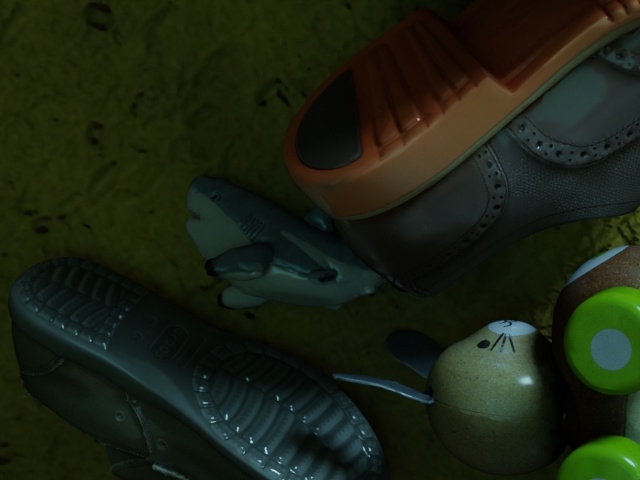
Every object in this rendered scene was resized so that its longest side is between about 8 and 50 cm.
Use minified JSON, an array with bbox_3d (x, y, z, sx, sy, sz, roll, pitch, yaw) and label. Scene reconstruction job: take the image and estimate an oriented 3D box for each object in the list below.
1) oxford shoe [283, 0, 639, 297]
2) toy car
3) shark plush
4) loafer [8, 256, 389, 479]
[{"bbox_3d":[0.161,-0.102,1.006,0.363,0.130,0.133,-31,125,10],"label":"oxford shoe"},{"bbox_3d":[0.109,0.069,1.023,0.188,0.155,0.149,7,102,24],"label":"toy car"},{"bbox_3d":[0.000,0.000,1.077,0.161,0.073,0.067,2,71,17],"label":"shark plush"},{"bbox_3d":[-0.074,0.101,1.103,0.251,0.094,0.087,32,130,15],"label":"loafer"}]
